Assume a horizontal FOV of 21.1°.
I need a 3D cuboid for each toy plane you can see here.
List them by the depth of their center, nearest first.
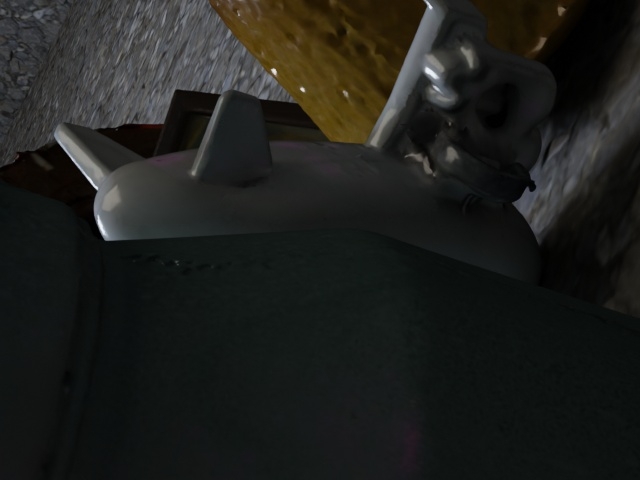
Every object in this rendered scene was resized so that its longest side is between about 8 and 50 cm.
[{"bbox_3d":[0.002,0.002,0.763,0.118,0.252,0.252,46,119,40],"label":"toy plane"}]

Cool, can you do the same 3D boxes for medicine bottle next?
[{"bbox_3d":[-0.014,0.108,0.585,0.245,0.290,0.245,-160,90,-74],"label":"medicine bottle"}]

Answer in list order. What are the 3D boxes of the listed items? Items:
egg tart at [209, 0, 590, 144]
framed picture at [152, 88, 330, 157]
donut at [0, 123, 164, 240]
[{"bbox_3d":[0.050,-0.143,0.905,0.215,0.171,0.215,-48,15,18],"label":"egg tart"},{"bbox_3d":[-0.030,-0.024,1.056,0.023,0.168,0.128,54,-132,-60],"label":"framed picture"},{"bbox_3d":[-0.126,0.025,1.159,0.270,0.269,0.103,-91,-3,-52],"label":"donut"}]
